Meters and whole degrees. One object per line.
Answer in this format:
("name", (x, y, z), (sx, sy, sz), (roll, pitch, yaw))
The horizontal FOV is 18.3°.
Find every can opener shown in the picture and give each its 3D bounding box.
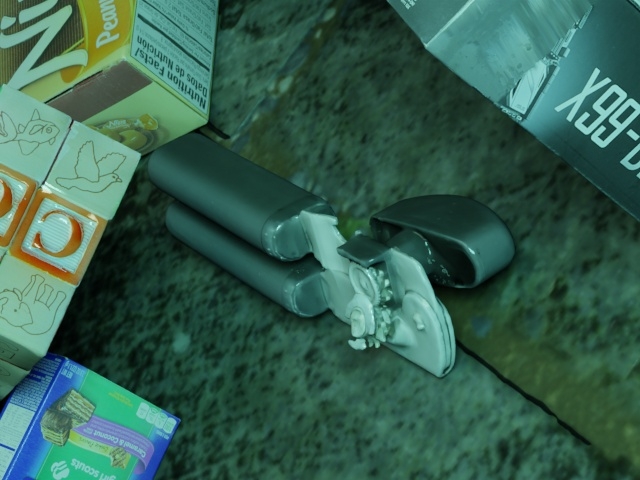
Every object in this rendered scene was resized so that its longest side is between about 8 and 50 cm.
("can opener", (0.000, 0.000, 1.111), (0.093, 0.074, 0.280), (-31, 31, -26))

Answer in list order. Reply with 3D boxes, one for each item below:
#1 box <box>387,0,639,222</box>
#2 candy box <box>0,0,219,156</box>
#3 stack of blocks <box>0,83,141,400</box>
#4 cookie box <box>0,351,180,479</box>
("box", (0.090, -0.127, 0.953), (0.076, 0.242, 0.307), (-47, 38, 11))
("candy box", (-0.160, -0.191, 1.392), (0.183, 0.087, 0.316), (-24, 47, 33))
("stack of blocks", (-0.199, 0.008, 1.181), (0.171, 0.087, 0.297), (-68, 13, -22))
("cookie box", (-0.145, 0.130, 1.136), (0.040, 0.092, 0.107), (10, 71, 53))
